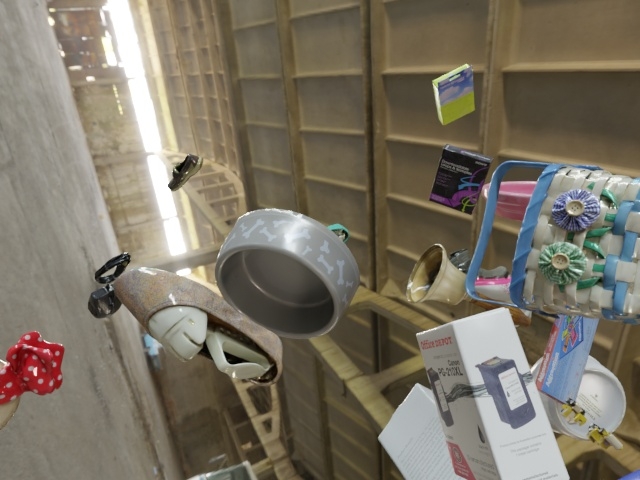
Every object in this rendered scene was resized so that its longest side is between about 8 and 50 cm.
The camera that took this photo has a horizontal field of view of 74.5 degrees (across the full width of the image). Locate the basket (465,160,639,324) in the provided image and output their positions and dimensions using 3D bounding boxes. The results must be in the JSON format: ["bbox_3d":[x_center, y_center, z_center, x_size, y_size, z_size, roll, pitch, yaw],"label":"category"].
[{"bbox_3d":[0.371,-0.004,0.655,0.289,0.201,0.254,12,-90,63],"label":"basket"}]

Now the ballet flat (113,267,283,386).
[{"bbox_3d":[-0.172,0.147,0.658,0.107,0.316,0.106,-44,-145,17],"label":"ballet flat"}]

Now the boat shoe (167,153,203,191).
[{"bbox_3d":[-0.378,-0.189,1.146,0.152,0.049,0.056,-34,-137,30],"label":"boat shoe"}]

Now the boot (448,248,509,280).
[{"bbox_3d":[0.551,0.096,1.502,0.161,0.247,0.083,66,-21,6],"label":"boot"}]

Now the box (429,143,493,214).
[{"bbox_3d":[0.344,-0.149,1.044,0.116,0.029,0.162,23,-44,20],"label":"box"}]

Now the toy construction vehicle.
[{"bbox_3d":[0.430,0.303,0.678,0.086,0.035,0.098,47,4,15],"label":"toy construction vehicle"}]

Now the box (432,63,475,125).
[{"bbox_3d":[0.393,-0.432,1.237,0.178,0.109,0.042,53,14,-56],"label":"box"}]

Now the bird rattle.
[{"bbox_3d":[-0.562,0.236,0.672,0.143,0.253,0.207,26,-89,44],"label":"bird rattle"}]

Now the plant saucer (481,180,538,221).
[{"bbox_3d":[0.634,-0.110,1.198,0.332,0.332,0.084,26,-61,61],"label":"plant saucer"}]

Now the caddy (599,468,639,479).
[{"bbox_3d":[0.545,0.504,0.601,0.179,0.241,0.341,-62,-157,28],"label":"caddy"}]

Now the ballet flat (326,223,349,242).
[{"bbox_3d":[0.000,0.000,1.438,0.087,0.247,0.083,22,-56,49],"label":"ballet flat"}]

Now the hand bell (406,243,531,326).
[{"bbox_3d":[0.307,0.115,0.830,0.126,0.242,0.126,-62,-171,16],"label":"hand bell"}]

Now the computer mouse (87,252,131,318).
[{"bbox_3d":[-0.384,0.092,0.777,0.041,0.071,0.242,57,-40,10],"label":"computer mouse"}]

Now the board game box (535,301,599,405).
[{"bbox_3d":[0.697,0.311,1.185,0.281,0.145,0.027,-64,-159,-14],"label":"board game box"}]

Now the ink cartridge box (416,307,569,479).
[{"bbox_3d":[0.250,0.241,0.656,0.172,0.100,0.237,110,-31,-70],"label":"ink cartridge box"}]

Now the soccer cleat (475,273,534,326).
[{"bbox_3d":[0.507,0.164,1.130,0.116,0.331,0.143,-9,-101,41],"label":"soccer cleat"}]

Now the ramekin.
[{"bbox_3d":[0.800,0.485,1.307,0.127,0.273,0.272,95,-22,-87],"label":"ramekin"}]

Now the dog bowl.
[{"bbox_3d":[-0.087,0.096,0.984,0.349,0.102,0.348,12,-48,14],"label":"dog bowl"}]

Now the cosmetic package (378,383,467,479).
[{"bbox_3d":[0.382,0.651,1.190,0.230,0.161,0.453,-56,-151,4],"label":"cosmetic package"}]
